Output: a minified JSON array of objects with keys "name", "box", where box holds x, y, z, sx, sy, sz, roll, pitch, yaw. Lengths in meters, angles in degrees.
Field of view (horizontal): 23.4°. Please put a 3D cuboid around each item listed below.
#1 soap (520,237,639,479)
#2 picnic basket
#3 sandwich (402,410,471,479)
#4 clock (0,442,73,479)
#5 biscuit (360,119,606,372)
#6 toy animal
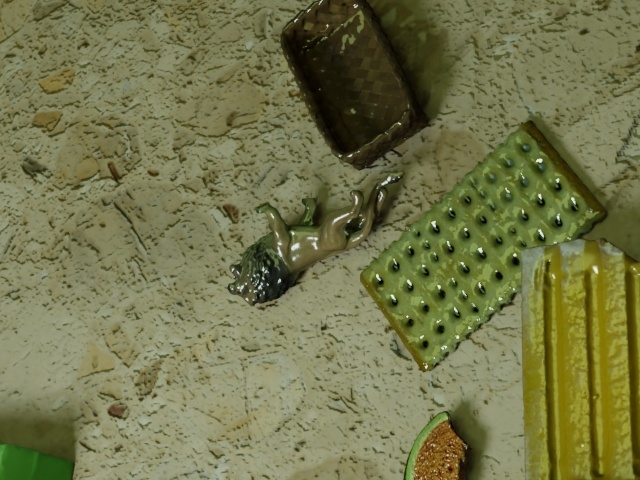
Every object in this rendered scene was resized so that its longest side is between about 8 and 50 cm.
[{"name":"soap","box":[0.249,0.114,1.339,0.140,0.073,0.232,-8,70,25]},{"name":"picnic basket","box":[0.035,-0.166,1.579,0.110,0.055,0.193,-34,59,19]},{"name":"sandwich","box":[0.111,0.225,1.413,0.067,0.029,0.135,-12,67,22]},{"name":"clock","box":[-0.409,0.328,1.660,0.255,0.106,0.219,-1,72,36]},{"name":"biscuit","box":[0.149,0.004,1.475,0.231,0.016,0.139,-43,58,13]},{"name":"toy animal","box":[-0.006,-0.017,1.549,0.220,0.069,0.086,-34,80,23]}]
